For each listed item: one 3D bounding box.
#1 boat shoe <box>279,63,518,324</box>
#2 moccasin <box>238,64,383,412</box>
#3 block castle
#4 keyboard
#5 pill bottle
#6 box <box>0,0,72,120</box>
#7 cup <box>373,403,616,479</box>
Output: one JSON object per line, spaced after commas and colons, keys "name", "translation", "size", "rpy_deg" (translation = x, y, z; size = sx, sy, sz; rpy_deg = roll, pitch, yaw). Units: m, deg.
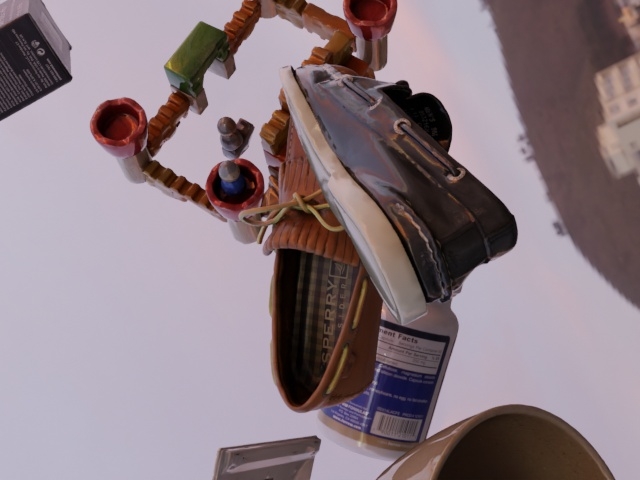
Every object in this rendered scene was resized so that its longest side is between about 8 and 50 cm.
{"name": "boat shoe", "translation": [0.053, -0.065, 0.835], "size": [0.340, 0.113, 0.127], "rpy_deg": [-117, 2, -64]}
{"name": "moccasin", "translation": [-0.003, -0.001, 1.208], "size": [0.147, 0.139, 0.380], "rpy_deg": [-13, -67, -63]}
{"name": "block castle", "translation": [-0.105, -0.248, 1.696], "size": [0.303, 0.453, 0.213], "rpy_deg": [29, 160, 16]}
{"name": "keyboard", "translation": [-0.054, 0.236, 1.102], "size": [0.256, 0.014, 0.072], "rpy_deg": [19, -93, -69]}
{"name": "pill bottle", "translation": [0.099, 0.149, 1.480], "size": [0.153, 0.153, 0.264], "rpy_deg": [6, -78, -62]}
{"name": "box", "translation": [-0.377, -0.203, 1.271], "size": [0.093, 0.158, 0.156], "rpy_deg": [60, -179, -26]}
{"name": "cup", "translation": [0.132, 0.347, 1.098], "size": [0.331, 0.237, 0.331], "rpy_deg": [18, -118, -37]}
